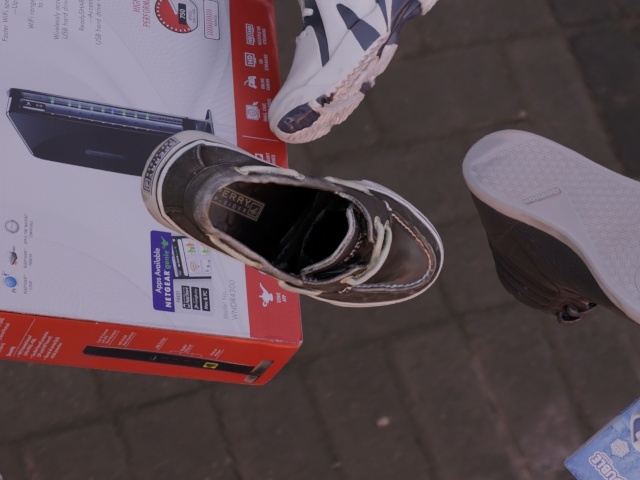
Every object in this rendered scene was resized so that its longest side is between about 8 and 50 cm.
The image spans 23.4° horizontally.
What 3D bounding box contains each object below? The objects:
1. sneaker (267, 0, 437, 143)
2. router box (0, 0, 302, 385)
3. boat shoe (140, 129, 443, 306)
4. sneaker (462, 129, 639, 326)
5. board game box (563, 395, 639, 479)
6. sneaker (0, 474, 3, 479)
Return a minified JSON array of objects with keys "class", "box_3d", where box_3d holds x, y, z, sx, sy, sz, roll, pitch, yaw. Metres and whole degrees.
[{"class":"sneaker","box_3d":[-0.006,-0.199,1.267,0.153,0.094,0.235,35,78,11]},{"class":"router box","box_3d":[-0.177,-0.063,1.217,0.301,0.082,0.335,8,59,-23]},{"class":"boat shoe","box_3d":[0.000,0.000,0.877,0.219,0.070,0.077,16,98,-41]},{"class":"sneaker","box_3d":[0.247,0.027,1.271,0.104,0.147,0.296,-43,54,-16]},{"class":"board game box","box_3d":[0.219,0.147,0.984,0.090,0.090,0.020,47,19,4]},{"class":"sneaker","box_3d":[-0.204,0.140,0.799,0.121,0.262,0.099,-26,49,-19]}]
